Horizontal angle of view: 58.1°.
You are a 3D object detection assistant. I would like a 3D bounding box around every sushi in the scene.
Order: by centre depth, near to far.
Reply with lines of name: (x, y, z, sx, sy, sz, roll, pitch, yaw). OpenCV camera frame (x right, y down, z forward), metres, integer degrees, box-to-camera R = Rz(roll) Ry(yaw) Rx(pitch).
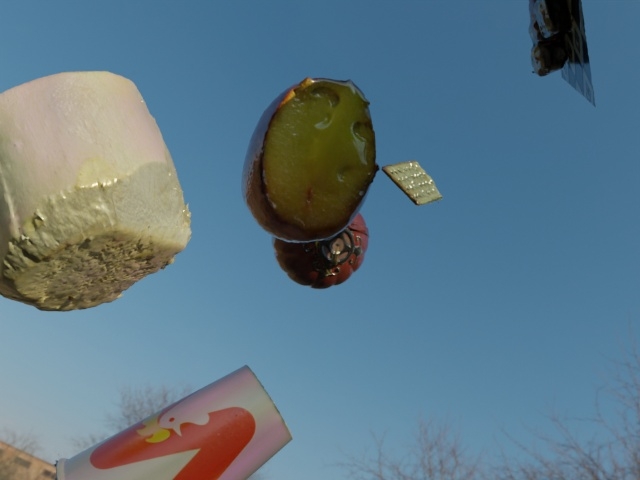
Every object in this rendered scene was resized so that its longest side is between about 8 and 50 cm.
sushi: (0.355, -0.367, 0.907, 0.059, 0.292, 0.293, -12, -71, 17)

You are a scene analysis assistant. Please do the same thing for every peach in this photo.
peach: (-0.016, -0.163, 1.163, 0.281, 0.281, 0.338, 25, -55, -2)

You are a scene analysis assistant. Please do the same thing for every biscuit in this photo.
biscuit: (0.240, -0.145, 1.444, 0.144, 0.203, 0.016, 49, -59, 16)

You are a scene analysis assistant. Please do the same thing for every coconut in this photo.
coconut: (-0.351, -0.084, 0.821, 0.309, 0.298, 0.297, 62, -27, 20)

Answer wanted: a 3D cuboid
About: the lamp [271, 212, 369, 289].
lamp: (0.000, 0.000, 1.764, 0.303, 0.303, 0.257, 38, -9, -21)

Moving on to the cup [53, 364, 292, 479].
cup: (-0.196, 0.313, 0.829, 0.203, 0.289, 0.203, 51, -20, 26)
